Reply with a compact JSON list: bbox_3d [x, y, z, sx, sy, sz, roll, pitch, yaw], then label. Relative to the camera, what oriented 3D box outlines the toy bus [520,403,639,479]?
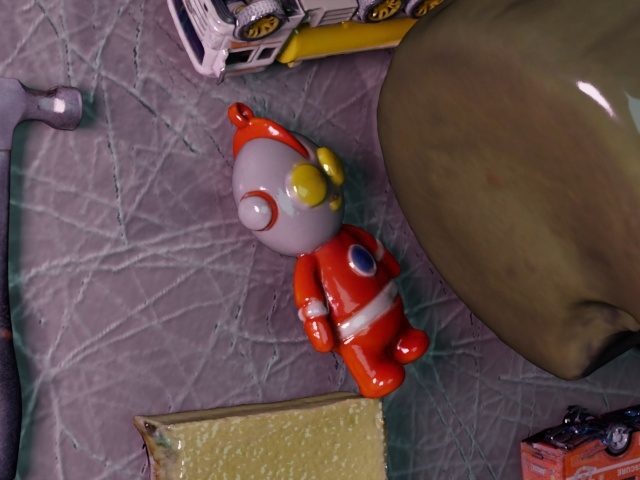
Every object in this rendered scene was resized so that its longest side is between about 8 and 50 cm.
[{"bbox_3d":[0.285,0.186,1.213,0.235,0.073,0.096,-7,100,-29],"label":"toy bus"}]

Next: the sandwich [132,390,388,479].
[{"bbox_3d":[-0.049,0.244,1.032,0.212,0.063,0.245,-3,89,-25],"label":"sandwich"}]

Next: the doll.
[{"bbox_3d":[0.000,0.000,1.046,0.245,0.076,0.142,61,32,-8],"label":"doll"}]

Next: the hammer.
[{"bbox_3d":[-0.236,0.032,0.945,0.137,0.037,0.290,3,87,-29],"label":"hammer"}]

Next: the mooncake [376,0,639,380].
[{"bbox_3d":[0.207,-0.058,1.021,0.187,0.351,0.351,-38,106,-21],"label":"mooncake"}]

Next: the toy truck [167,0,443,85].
[{"bbox_3d":[-0.003,-0.184,1.039,0.227,0.114,0.098,-13,69,-29],"label":"toy truck"}]
